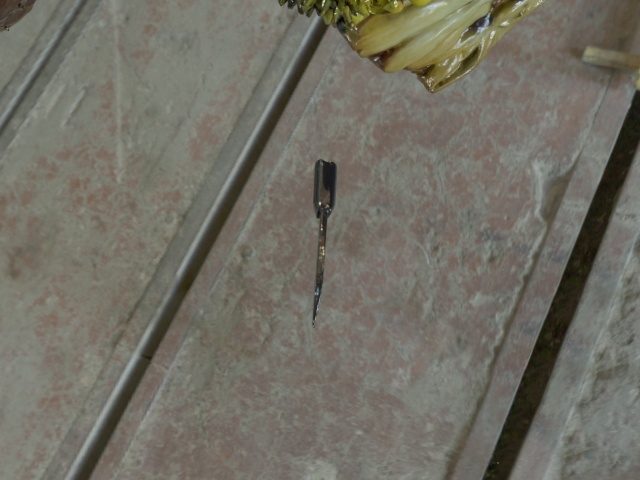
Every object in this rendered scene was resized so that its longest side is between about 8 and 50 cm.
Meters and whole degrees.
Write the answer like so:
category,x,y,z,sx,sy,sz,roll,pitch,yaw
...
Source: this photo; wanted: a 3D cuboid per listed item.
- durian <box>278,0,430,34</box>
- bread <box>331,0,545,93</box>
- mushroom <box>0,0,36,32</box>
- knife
category,x,y,z,sx,sy,sz,roll,pitch,yaw
durian,-0.001,-0.291,0.391,0.258,0.293,0.258,-2,73,6
bread,0.188,-0.368,0.845,0.370,0.191,0.314,-26,39,7
mushroom,-0.472,-0.304,0.636,0.345,0.345,0.239,-30,97,4
knife,0.000,0.000,0.650,0.028,0.060,0.230,7,44,-4
